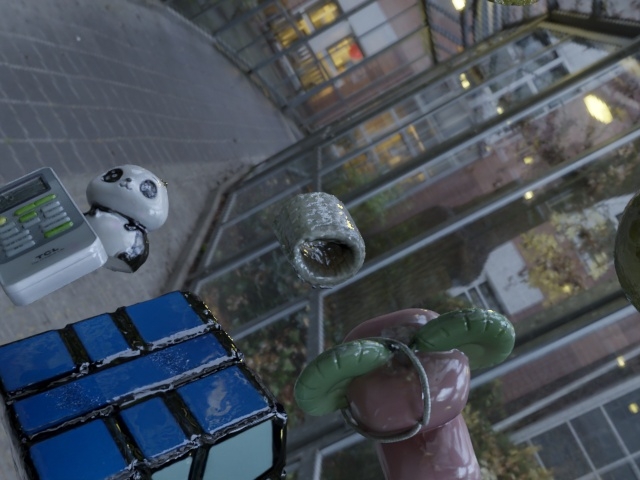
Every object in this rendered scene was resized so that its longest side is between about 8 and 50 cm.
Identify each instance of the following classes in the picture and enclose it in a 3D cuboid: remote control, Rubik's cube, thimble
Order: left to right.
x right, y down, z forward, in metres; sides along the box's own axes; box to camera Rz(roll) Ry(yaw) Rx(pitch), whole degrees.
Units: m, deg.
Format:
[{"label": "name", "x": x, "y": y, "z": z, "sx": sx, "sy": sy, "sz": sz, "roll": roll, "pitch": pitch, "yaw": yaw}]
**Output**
[{"label": "remote control", "x": -0.310, "y": -0.013, "z": 0.770, "sx": 0.250, "sy": 0.103, "sz": 0.034, "roll": 38, "pitch": -28, "yaw": 52}, {"label": "Rubik's cube", "x": -0.227, "y": 0.274, "z": 0.896, "sx": 0.283, "sy": 0.288, "sz": 0.294, "roll": 42, "pitch": -43, "yaw": 42}, {"label": "thimble", "x": 0.000, "y": 0.000, "z": 0.953, "sx": 0.115, "sy": 0.102, "sz": 0.090, "roll": 10, "pitch": 36, "yaw": -30}]

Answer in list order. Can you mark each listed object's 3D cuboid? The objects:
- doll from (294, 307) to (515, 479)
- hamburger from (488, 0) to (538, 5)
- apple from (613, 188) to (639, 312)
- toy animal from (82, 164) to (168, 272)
[{"label": "doll", "x": 0.118, "y": 0.198, "z": 0.908, "sx": 0.268, "sy": 0.284, "sz": 0.216, "roll": 72, "pitch": 0, "yaw": -52}, {"label": "hamburger", "x": 0.163, "y": -0.368, "z": 0.804, "sx": 0.265, "sy": 0.284, "sz": 0.134, "roll": -71, "pitch": 175, "yaw": -52}, {"label": "apple", "x": 0.599, "y": -0.009, "z": 1.103, "sx": 0.258, "sy": 0.295, "sz": 0.234, "roll": -25, "pitch": -96, "yaw": 67}, {"label": "toy animal", "x": -0.446, "y": -0.058, "z": 1.597, "sx": 0.187, "sy": 0.235, "sz": 0.165, "roll": 23, "pitch": -14, "yaw": -1}]
